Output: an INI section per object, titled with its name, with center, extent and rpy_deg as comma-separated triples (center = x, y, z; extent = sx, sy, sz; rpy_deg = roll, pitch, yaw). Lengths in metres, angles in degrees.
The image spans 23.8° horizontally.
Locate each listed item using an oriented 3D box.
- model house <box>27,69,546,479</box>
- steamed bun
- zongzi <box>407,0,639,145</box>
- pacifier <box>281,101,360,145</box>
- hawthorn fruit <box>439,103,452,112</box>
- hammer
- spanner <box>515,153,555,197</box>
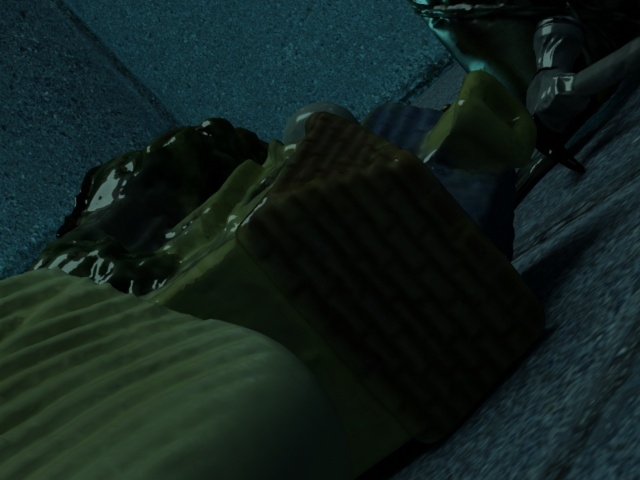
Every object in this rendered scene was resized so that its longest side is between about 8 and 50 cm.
[model house]
center = 0.000, 0.000, 1.011
extent = 0.266, 0.261, 0.321
rpy_deg = -35, 14, 33
[steamed bun]
center = -0.127, 0.186, 0.750
extent = 0.290, 0.273, 0.272
rpy_deg = -45, -39, -53
[zongzi]
center = 0.228, -0.232, 1.535
extent = 0.383, 0.319, 0.362
rpy_deg = -25, -14, -26
[pacifier]
center = 0.015, -0.046, 1.459
extent = 0.287, 0.238, 0.226
rpy_deg = -46, 45, 24
[hawthorn fruit]
center = 0.011, -0.004, 1.292
extent = 0.285, 0.165, 0.165
rpy_deg = -63, 5, -1
[hammer]
center = 0.298, -0.182, 1.138
extent = 0.427, 0.044, 0.152
rpy_deg = -32, 42, 50
[spanner]
center = 0.141, -0.006, 1.343
extent = 0.254, 0.015, 0.054
rpy_deg = -47, 8, -32
